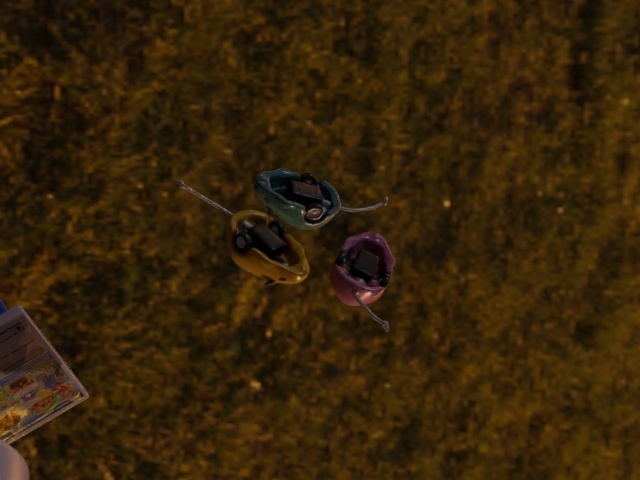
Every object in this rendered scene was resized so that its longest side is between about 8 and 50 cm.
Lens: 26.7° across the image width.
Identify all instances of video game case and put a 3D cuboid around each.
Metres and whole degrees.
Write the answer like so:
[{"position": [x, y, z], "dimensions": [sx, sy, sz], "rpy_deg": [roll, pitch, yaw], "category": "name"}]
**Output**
[{"position": [-0.231, 0.104, 0.986], "dimensions": [0.087, 0.011, 0.122], "rpy_deg": [-31, 141, -6], "category": "video game case"}]

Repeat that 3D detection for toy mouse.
[{"position": [0.000, 0.000, 0.894], "dimensions": [0.143, 0.161, 0.031], "rpy_deg": [-29, 154, -51], "category": "toy mouse"}]

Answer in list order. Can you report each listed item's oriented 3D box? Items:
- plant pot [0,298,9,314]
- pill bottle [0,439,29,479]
[{"position": [-0.513, 0.120, 1.540], "dimensions": [0.236, 0.212, 0.236], "rpy_deg": [58, 21, -17], "category": "plant pot"}, {"position": [-0.243, 0.255, 0.730], "dimensions": [0.169, 0.169, 0.302], "rpy_deg": [52, 33, -47], "category": "pill bottle"}]
